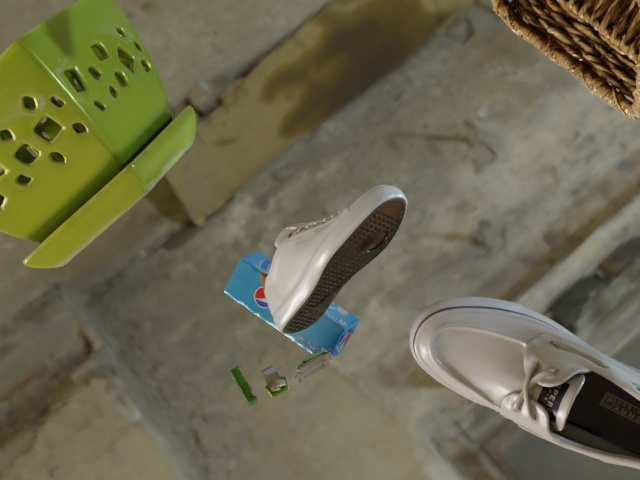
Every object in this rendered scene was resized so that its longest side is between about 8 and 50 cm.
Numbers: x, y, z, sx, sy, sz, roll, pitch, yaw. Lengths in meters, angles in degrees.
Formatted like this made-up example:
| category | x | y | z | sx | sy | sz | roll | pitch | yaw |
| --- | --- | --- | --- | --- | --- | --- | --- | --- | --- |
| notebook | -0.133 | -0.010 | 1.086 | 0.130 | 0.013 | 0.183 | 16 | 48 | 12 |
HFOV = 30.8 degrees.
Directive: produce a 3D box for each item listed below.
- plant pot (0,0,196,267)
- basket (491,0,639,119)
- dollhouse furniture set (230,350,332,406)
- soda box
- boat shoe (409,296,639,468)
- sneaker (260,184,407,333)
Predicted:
| category | x | y | z | sx | sy | sz | roll | pitch | yaw |
| --- | --- | --- | --- | --- | --- | --- | --- | --- | --- |
| plant pot | -0.286 | -0.114 | 1.311 | 0.228 | 0.207 | 0.227 | -37 | -168 | 27 |
| basket | 0.304 | -0.318 | 1.298 | 0.223 | 0.299 | 0.213 | -47 | 139 | 10 |
| dollhouse furniture set | -0.058 | 0.195 | 1.795 | 0.152 | 0.058 | 0.076 | -27 | 161 | -9 |
| soda box | -0.047 | 0.106 | 1.884 | 0.071 | 0.210 | 0.067 | -62 | 166 | 21 |
| boat shoe | 0.202 | 0.130 | 1.004 | 0.096 | 0.268 | 0.088 | -64 | 177 | 12 |
| sneaker | 0.000 | 0.000 | 1.581 | 0.106 | 0.123 | 0.290 | -2 | 144 | -45 |
